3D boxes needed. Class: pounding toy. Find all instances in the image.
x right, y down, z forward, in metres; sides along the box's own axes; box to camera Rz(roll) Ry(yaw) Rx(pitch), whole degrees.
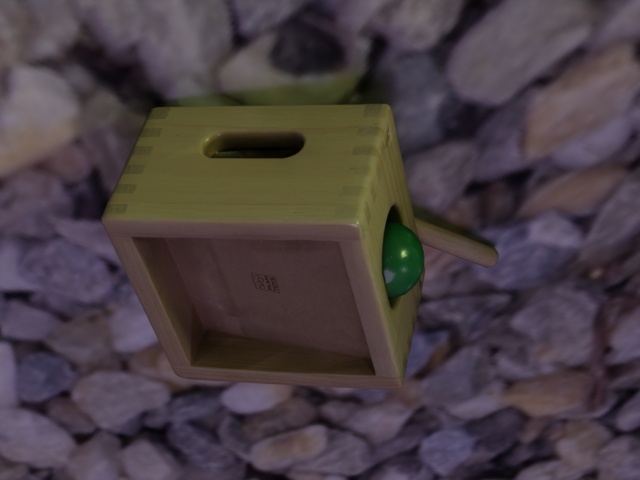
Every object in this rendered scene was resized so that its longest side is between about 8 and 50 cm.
[{"bbox_3d":[0.000,0.000,0.538,0.141,0.100,0.130,1,138,16],"label":"pounding toy"}]
